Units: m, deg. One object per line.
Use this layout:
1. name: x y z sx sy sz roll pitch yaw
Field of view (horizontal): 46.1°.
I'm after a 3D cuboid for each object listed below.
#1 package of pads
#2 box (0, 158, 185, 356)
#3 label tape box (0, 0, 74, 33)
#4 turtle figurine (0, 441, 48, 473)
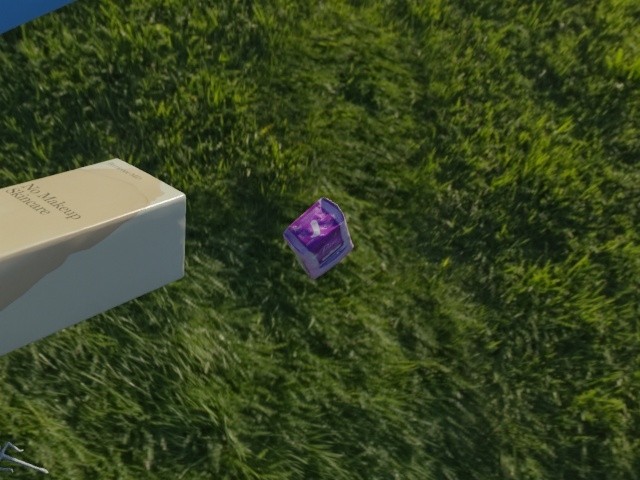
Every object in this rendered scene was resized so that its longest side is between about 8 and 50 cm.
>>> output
1. package of pads: 0.000 0.000 0.644 0.050 0.083 0.032 -42 72 -7
2. box: -0.313 0.016 0.844 0.148 0.121 0.311 26 33 30
3. label tape box: -0.118 -0.249 0.223 0.249 0.348 0.115 -32 63 -17
4. turtle figurine: -0.442 0.335 0.931 0.234 0.118 0.175 2 84 15
